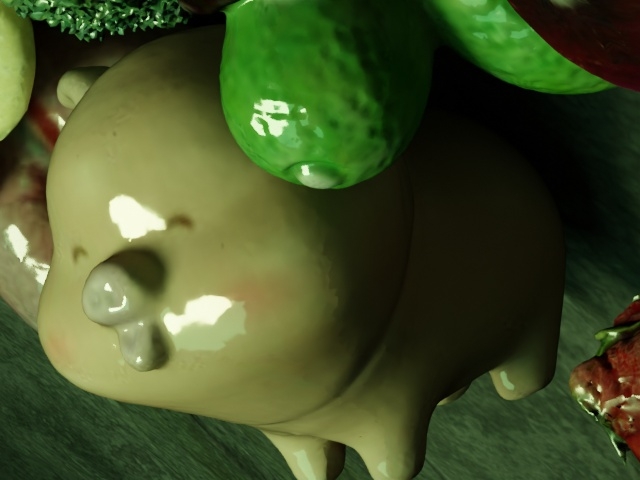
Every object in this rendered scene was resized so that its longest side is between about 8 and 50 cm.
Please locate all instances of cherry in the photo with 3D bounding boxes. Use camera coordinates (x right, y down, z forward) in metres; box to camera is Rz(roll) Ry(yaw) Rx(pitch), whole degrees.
[{"bbox_3d":[-0.129,-0.037,1.060,0.213,0.236,0.285,4,170,1],"label":"cherry"}]

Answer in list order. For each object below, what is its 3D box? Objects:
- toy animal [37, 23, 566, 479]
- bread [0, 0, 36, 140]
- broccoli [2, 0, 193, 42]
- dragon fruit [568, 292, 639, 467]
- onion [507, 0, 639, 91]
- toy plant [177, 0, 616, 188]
[{"bbox_3d":[0.000,0.000,0.867,0.237,0.326,0.269,-18,94,39],"label":"toy animal"},{"bbox_3d":[-0.255,-0.148,1.012,0.054,0.316,0.316,4,178,-34],"label":"bread"},{"bbox_3d":[-0.103,-0.210,0.843,0.194,0.194,0.220,24,176,31],"label":"broccoli"},{"bbox_3d":[0.259,0.110,0.817,0.200,0.198,0.269,-10,138,35],"label":"dragon fruit"},{"bbox_3d":[0.127,-0.142,0.546,0.201,0.200,0.207,32,162,16],"label":"onion"},{"bbox_3d":[0.032,-0.139,0.686,0.235,0.218,0.175,58,180,-13],"label":"toy plant"}]
